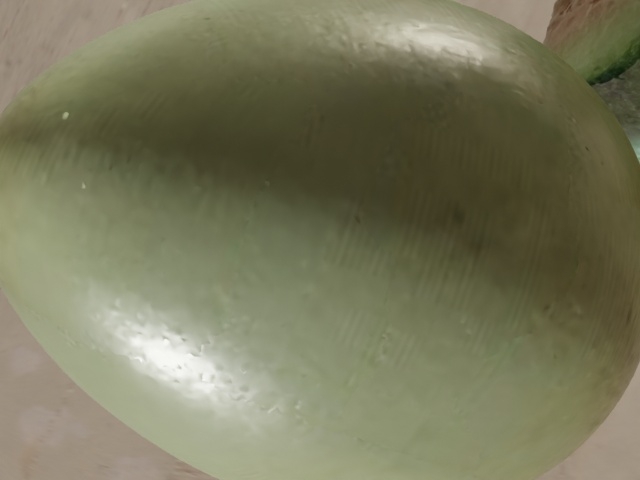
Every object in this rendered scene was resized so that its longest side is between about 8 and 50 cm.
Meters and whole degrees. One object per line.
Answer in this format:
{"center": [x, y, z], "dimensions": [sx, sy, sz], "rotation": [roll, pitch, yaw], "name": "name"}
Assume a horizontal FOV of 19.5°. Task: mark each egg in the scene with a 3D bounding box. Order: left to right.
{"center": [0.000, 0.000, 0.764], "dimensions": [0.295, 0.218, 0.218], "rotation": [12, -98, -25], "name": "egg"}

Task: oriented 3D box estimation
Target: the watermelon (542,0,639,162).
{"center": [0.216, -0.154, 0.929], "dimensions": [0.192, 0.140, 0.257], "rotation": [21, -123, -27], "name": "watermelon"}
